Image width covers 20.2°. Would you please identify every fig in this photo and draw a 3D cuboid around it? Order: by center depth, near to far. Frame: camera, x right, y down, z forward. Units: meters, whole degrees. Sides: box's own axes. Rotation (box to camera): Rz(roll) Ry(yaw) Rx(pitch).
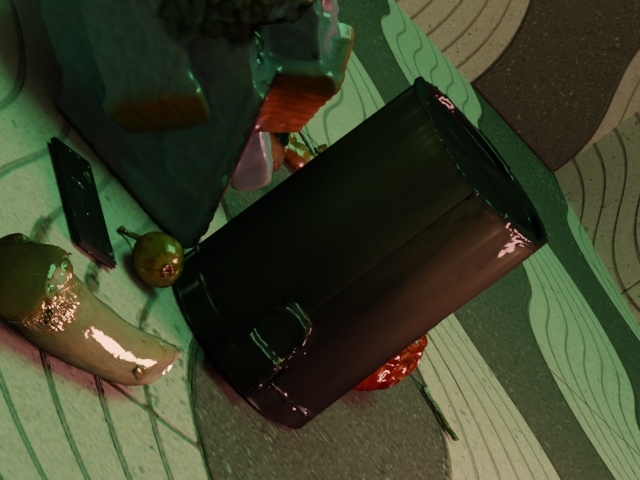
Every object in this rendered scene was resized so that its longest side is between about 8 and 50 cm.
[{"bbox_3d":[-0.156,0.009,1.631,0.083,0.050,0.050,39,1,43],"label":"fig"}]

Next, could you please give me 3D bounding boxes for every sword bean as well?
[{"bbox_3d":[0.145,0.210,2.180,0.083,0.012,0.012,58,14,25],"label":"sword bean"}]

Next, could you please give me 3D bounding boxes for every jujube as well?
[{"bbox_3d":[0.054,0.106,1.959,0.112,0.109,0.176,19,17,12],"label":"jujube"}]

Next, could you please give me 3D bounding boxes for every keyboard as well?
[{"bbox_3d":[-0.213,-0.034,1.606,0.053,0.010,0.155,41,18,-39],"label":"keyboard"}]

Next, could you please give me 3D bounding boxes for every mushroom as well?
[{"bbox_3d":[-0.179,0.062,1.367,0.084,0.071,0.209,23,-11,37],"label":"mushroom"}]

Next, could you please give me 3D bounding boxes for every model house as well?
[{"bbox_3d":[-0.099,-0.171,1.819,0.360,0.297,0.339,-75,159,-63],"label":"model house"}]

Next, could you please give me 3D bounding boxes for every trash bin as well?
[{"bbox_3d":[0.038,0.013,1.699,0.203,0.301,0.252,52,13,-5],"label":"trash bin"}]

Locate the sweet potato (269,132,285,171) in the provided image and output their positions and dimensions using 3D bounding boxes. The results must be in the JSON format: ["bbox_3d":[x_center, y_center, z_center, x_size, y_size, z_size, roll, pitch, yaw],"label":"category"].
[{"bbox_3d":[-0.136,-0.162,2.083,0.281,0.059,0.067,39,10,-49],"label":"sweet potato"}]

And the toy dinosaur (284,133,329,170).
[{"bbox_3d":[-0.014,-0.094,2.369,0.162,0.039,0.126,49,21,-5],"label":"toy dinosaur"}]

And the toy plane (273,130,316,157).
[{"bbox_3d":[-0.070,-0.211,2.306,0.155,0.106,0.381,60,-1,-19],"label":"toy plane"}]
